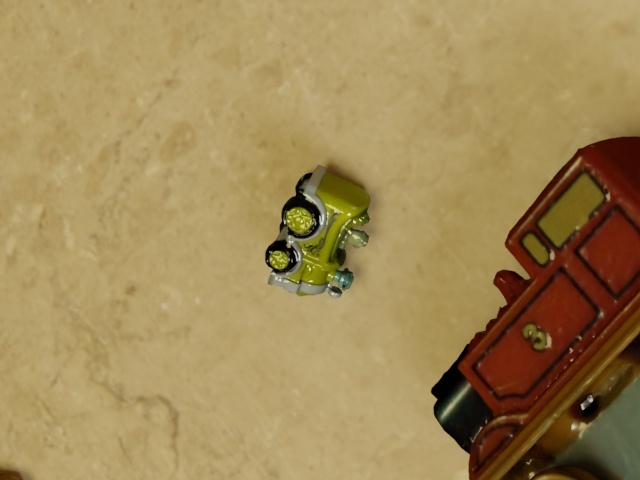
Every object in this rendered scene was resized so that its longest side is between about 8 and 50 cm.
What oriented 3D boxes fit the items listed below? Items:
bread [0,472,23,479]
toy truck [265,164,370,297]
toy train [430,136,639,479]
[{"bbox_3d":[-0.362,0.255,1.660,0.157,0.044,0.052,6,104,29],"label":"bread"},{"bbox_3d":[0.000,0.000,1.368,0.077,0.076,0.111,23,116,1],"label":"toy truck"},{"bbox_3d":[0.222,0.079,1.207,0.232,0.163,0.369,52,123,23],"label":"toy train"}]
